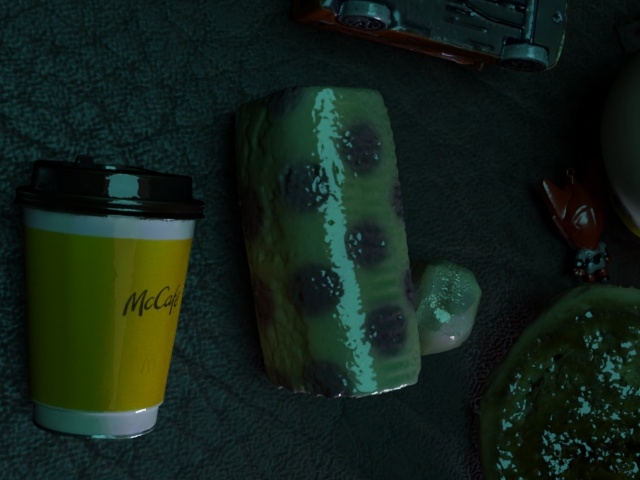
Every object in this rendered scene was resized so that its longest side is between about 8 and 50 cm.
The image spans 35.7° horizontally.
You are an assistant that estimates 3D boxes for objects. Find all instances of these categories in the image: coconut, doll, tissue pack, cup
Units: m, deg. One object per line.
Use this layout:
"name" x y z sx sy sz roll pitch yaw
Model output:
"coconut" 0.137 0.086 1.228 0.110 0.110 0.124 31 70 -20
"doll" 0.359 -0.019 1.353 0.109 0.057 0.169 -21 96 -25
"tissue pack" 0.509 -0.318 1.401 0.148 0.108 0.060 -28 98 -22
"cup" -0.224 0.054 1.032 0.196 0.196 0.280 4 94 -24

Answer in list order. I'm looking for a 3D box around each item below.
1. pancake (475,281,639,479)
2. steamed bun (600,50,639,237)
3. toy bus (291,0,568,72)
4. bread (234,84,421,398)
"pancake" 0.369 0.228 1.244 0.356 0.065 0.356 -1 85 12
"steamed bun" 0.538 -0.107 1.284 0.374 0.334 0.334 38 74 -18
"toy bus" 0.139 -0.297 1.215 0.329 0.153 0.143 8 86 -22
"bread" 0.000 0.000 1.124 0.155 0.187 0.338 -7 92 -29
